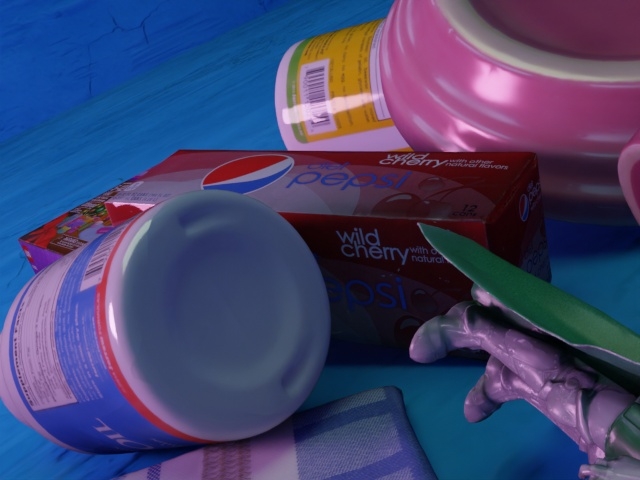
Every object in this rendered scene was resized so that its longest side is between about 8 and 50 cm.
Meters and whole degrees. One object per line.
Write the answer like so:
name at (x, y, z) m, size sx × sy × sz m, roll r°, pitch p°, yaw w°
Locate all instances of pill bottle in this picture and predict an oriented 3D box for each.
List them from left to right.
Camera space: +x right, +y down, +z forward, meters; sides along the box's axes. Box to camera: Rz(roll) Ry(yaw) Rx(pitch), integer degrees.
pill bottle at (-0.104, 0.057, 0.531) m, size 0.124 × 0.124 × 0.221 m, roll -37°, pitch 10°, yaw -37°
pill bottle at (0.095, -0.131, 0.813) m, size 0.245 × 0.136 × 0.136 m, roll -7°, pitch 24°, yaw 33°

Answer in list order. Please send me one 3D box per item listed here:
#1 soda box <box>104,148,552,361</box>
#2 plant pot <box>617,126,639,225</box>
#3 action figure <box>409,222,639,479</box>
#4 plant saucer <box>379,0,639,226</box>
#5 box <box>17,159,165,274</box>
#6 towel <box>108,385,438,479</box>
soda box at (0.000, 0.000, 0.575) m, size 0.263 × 0.092 × 0.083 m, roll 4°, pitch 32°, yaw 32°
plant pot at (0.236, -0.048, 0.393) m, size 0.180 × 0.201 × 0.201 m, roll -39°, pitch 21°, yaw -2°
action figure at (0.126, 0.077, 0.306) m, size 0.063 × 0.137 × 0.232 m, roll -51°, pitch 35°, yaw -9°
plant saucer at (0.201, -0.157, 0.637) m, size 0.331 × 0.084 × 0.332 m, roll -7°, pitch 48°, yaw 7°
box at (-0.143, -0.012, 0.876) m, size 0.200 × 0.057 × 0.293 m, roll -32°, pitch 22°, yaw -27°
towel at (-0.079, 0.158, 0.403) m, size 0.284 × 0.034 × 0.209 m, roll -20°, pitch 17°, yaw 0°
